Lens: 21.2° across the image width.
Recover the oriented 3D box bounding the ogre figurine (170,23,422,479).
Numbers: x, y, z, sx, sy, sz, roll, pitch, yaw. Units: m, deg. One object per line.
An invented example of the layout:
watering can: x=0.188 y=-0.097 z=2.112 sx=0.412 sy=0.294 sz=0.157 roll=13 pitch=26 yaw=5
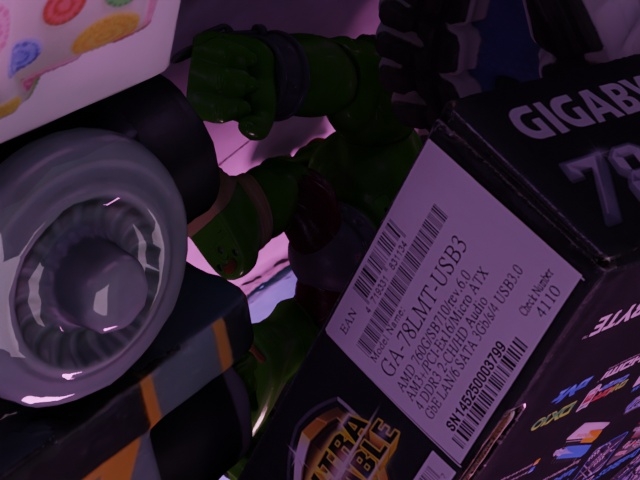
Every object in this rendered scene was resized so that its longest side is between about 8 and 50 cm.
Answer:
ogre figurine: x=0.000 y=0.000 z=0.673 sx=0.118 sy=0.097 sz=0.197 roll=-29 pitch=109 yaw=-38

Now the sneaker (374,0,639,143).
sneaker: x=0.085 y=-0.162 z=0.550 sx=0.147 sy=0.130 sz=0.330 roll=-54 pitch=158 yaw=-29

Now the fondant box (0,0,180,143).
fondant box: x=-0.162 y=-0.086 z=0.295 sx=0.330 sy=0.096 sz=0.238 roll=-27 pitch=152 yaw=-33

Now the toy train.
toy train: x=-0.152 y=0.082 z=0.463 sx=0.334 sy=0.142 sz=0.190 roll=-37 pitch=134 yaw=-33

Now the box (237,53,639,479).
box: x=0.090 y=0.058 z=0.611 sx=0.295 sy=0.073 sz=0.293 roll=-19 pitch=148 yaw=-45
